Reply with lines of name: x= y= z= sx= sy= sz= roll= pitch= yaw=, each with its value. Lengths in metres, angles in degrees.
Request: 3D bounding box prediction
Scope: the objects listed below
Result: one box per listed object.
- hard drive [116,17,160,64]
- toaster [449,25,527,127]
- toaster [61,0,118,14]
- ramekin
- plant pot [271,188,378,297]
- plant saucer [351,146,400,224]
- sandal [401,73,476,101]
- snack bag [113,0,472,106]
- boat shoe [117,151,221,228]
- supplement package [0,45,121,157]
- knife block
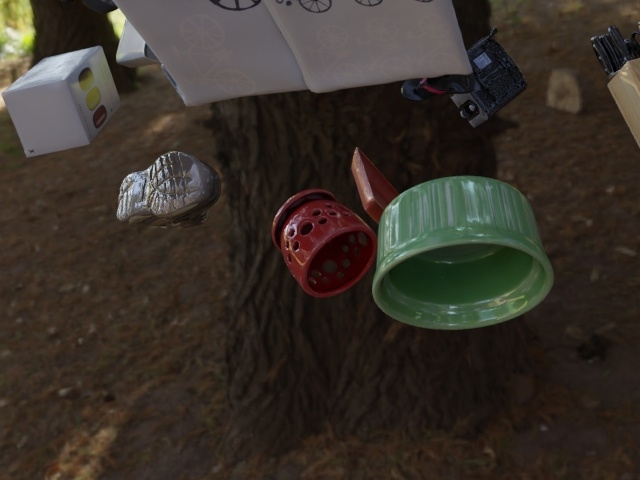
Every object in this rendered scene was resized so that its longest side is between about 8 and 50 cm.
hard drive: x=-0.312 y=-0.444 z=1.547 sx=0.047 sy=0.233 sz=0.353 roll=14 pitch=4 yaw=-24
toaster: x=0.398 y=-0.395 z=2.032 sx=0.185 sy=0.168 sz=0.110 roll=-39 pitch=2 yaw=-20
toaster: x=-0.242 y=-0.356 z=0.936 sx=0.146 sy=0.129 sz=0.227 roll=-51 pitch=16 yaw=20
ramekin: x=0.238 y=0.022 z=1.430 sx=0.303 sy=0.303 sz=0.148 roll=-7 pitch=56 yaw=10
plant pot: x=0.000 y=0.000 z=1.768 sx=0.191 sy=0.191 sz=0.174 roll=-20 pitch=45 yaw=-25
plant saucer: x=0.171 y=-0.085 z=2.132 sx=0.047 sy=0.258 sz=0.259 roll=-36 pitch=33 yaw=15
sandal: x=0.275 y=-0.365 z=1.917 sx=0.179 sy=0.067 sz=0.040 roll=-8 pitch=-9 yaw=-4
snack bag: x=-0.055 y=-0.236 z=0.769 sx=0.342 sy=0.323 sz=0.037 roll=-3 pitch=62 yaw=20
boat shoe: x=-0.284 y=-0.094 z=1.661 sx=0.130 sy=0.133 sz=0.355 roll=13 pitch=-9 yaw=-36
supplement package: x=-0.508 y=-0.280 z=1.650 sx=0.133 sy=0.139 sz=0.244 roll=-11 pitch=27 yaw=8
knife block: x=0.639 y=-0.308 z=1.666 sx=0.242 sy=0.088 sz=0.276 roll=27 pitch=65 yaw=3
